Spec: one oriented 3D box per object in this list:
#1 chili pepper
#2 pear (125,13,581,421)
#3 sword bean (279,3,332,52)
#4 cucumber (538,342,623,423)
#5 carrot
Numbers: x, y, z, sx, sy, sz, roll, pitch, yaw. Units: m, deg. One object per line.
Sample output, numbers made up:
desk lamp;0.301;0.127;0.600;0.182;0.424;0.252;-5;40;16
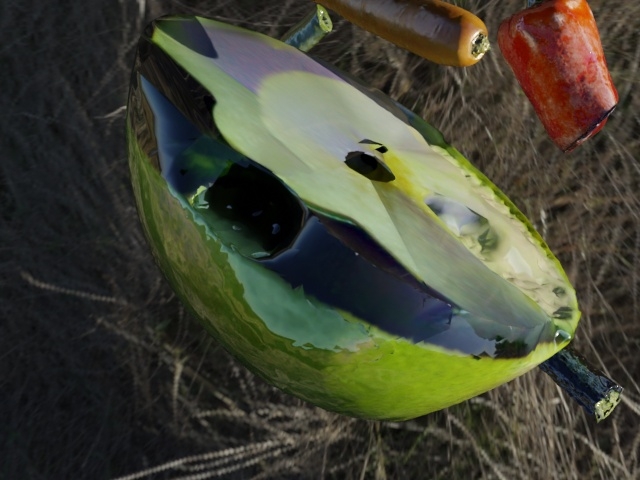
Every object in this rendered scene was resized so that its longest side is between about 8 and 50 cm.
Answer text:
chili pepper;0.201;-0.175;0.956;0.086;0.084;0.192;-26;91;43
pear;0.001;0.003;0.863;0.398;0.399;0.165;33;112;0
sword bean;-0.087;-0.178;1.256;0.269;0.043;0.038;-36;82;29
cucumber;0.331;0.161;1.579;0.245;0.067;0.067;42;103;12
carrot;0.034;-0.184;0.838;0.248;0.043;0.043;33;107;40
